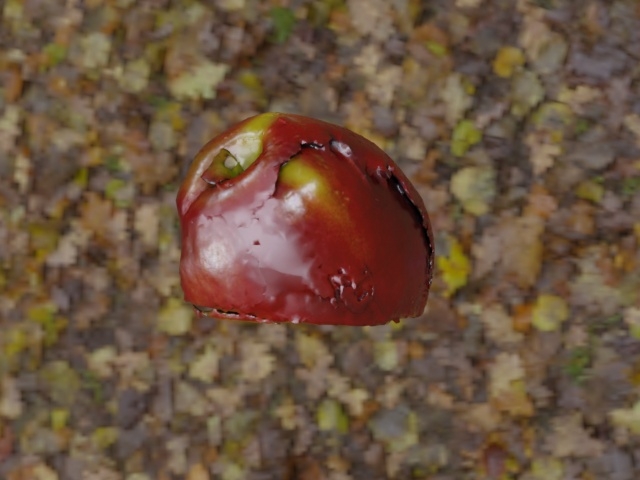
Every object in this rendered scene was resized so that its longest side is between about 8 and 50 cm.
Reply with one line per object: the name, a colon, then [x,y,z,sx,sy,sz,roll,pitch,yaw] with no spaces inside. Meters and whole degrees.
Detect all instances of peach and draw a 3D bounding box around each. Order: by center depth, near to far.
peach: [0.004,0.001,0.945,0.092,0.172,0.127,-7,59,50]
